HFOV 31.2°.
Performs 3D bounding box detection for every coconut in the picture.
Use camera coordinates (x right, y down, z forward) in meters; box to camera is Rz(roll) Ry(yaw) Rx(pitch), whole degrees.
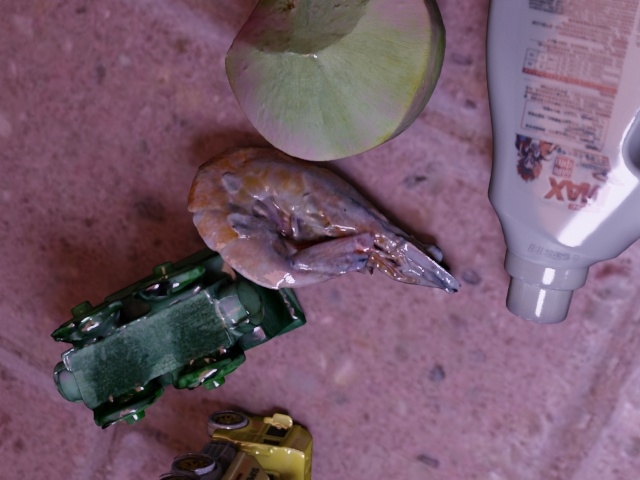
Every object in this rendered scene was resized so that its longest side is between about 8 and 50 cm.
[{"bbox_3d":[0.017,-0.185,1.146,0.236,0.236,0.204,-5,96,20],"label":"coconut"}]

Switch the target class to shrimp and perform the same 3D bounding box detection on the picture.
[{"bbox_3d":[0.000,0.000,1.243,0.317,0.164,0.062,26,152,5],"label":"shrimp"}]

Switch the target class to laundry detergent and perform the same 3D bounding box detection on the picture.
[{"bbox_3d":[0.274,-0.106,1.136,0.264,0.125,0.397,14,106,15],"label":"laundry detergent"}]

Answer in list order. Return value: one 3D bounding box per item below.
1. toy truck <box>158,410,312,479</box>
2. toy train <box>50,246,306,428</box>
[{"bbox_3d":[-0.079,0.287,1.260,0.157,0.272,0.124,6,103,10],"label":"toy truck"},{"bbox_3d":[-0.169,0.101,1.283,0.266,0.202,0.145,-25,93,22],"label":"toy train"}]
